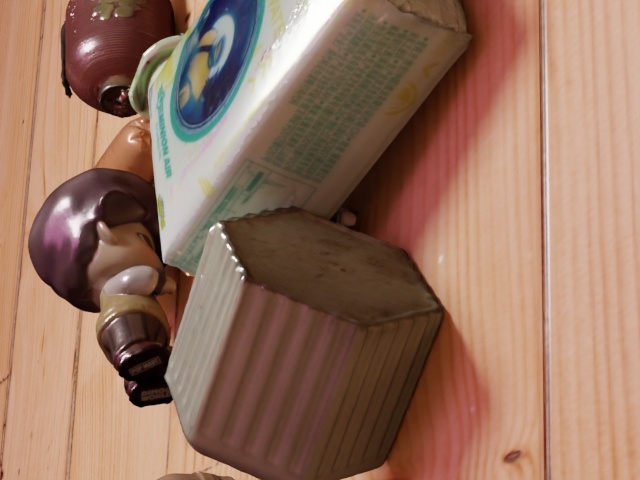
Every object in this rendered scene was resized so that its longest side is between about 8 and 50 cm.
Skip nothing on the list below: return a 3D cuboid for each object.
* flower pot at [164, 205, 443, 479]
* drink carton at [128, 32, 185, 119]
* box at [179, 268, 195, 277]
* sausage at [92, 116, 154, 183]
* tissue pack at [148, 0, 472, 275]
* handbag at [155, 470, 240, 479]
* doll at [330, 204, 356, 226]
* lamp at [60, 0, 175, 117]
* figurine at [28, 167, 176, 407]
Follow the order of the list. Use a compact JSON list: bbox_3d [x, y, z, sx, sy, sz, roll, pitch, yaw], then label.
[{"bbox_3d":[-0.020,0.099,1.585,0.239,0.209,0.190,-116,41,-57],"label":"flower pot"},{"bbox_3d":[-0.158,-0.164,2.139,0.146,0.144,0.142,-62,34,39],"label":"drink carton"},{"bbox_3d":[-0.172,0.000,2.259,0.058,0.015,0.093,-152,73,-66],"label":"box"},{"bbox_3d":[-0.301,-0.101,2.524,0.289,0.086,0.086,133,141,-55],"label":"sausage"},{"bbox_3d":[-0.028,-0.174,1.713,0.388,0.162,0.287,-51,33,33],"label":"tissue pack"},{"bbox_3d":[-0.129,0.399,1.819,0.283,0.149,0.302,139,137,-55],"label":"handbag"},{"bbox_3d":[0.000,0.000,1.786,0.227,0.057,0.114,-119,40,-54],"label":"doll"},{"bbox_3d":[-0.305,-0.290,2.490,0.180,0.180,0.258,124,150,-45],"label":"lamp"},{"bbox_3d":[-0.258,0.045,2.258,0.206,0.218,0.365,-39,48,-4],"label":"figurine"}]
